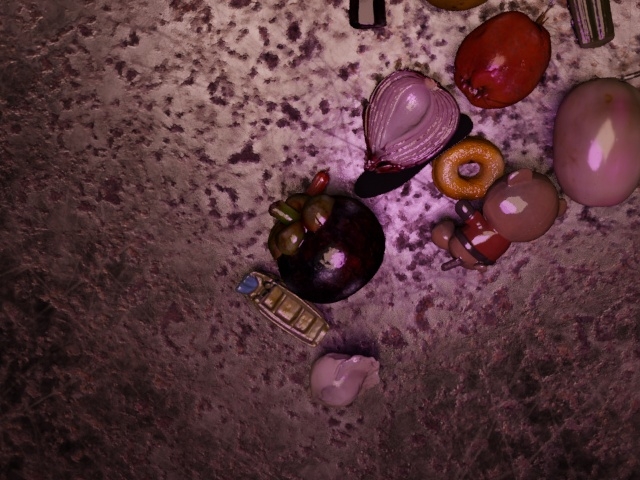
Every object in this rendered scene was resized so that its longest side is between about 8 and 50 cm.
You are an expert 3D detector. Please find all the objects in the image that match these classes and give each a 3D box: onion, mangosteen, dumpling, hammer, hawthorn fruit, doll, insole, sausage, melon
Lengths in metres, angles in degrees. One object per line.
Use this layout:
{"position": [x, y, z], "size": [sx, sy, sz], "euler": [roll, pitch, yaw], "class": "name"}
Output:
{"position": [0.207, -0.280, 1.845], "size": [0.227, 0.120, 0.283], "euler": [43, 98, 13], "class": "onion"}
{"position": [0.012, 0.007, 1.860], "size": [0.300, 0.300, 0.300], "euler": [2, 104, 6], "class": "mangosteen"}
{"position": [0.066, 0.387, 2.029], "size": [0.193, 0.147, 0.258], "euler": [14, 135, -32], "class": "dumpling"}
{"position": [0.094, -0.594, 1.644], "size": [0.095, 0.409, 0.242], "euler": [0, 108, 7], "class": "hammer"}
{"position": [0.454, -0.451, 1.748], "size": [0.211, 0.211, 0.299], "euler": [40, 95, -4], "class": "hawthorn fruit"}
{"position": [0.437, -0.041, 1.823], "size": [0.235, 0.174, 0.330], "euler": [31, 119, -34], "class": "doll"}
{"position": [0.237, -0.212, 1.886], "size": [0.348, 0.119, 0.009], "euler": [-34, 141, 10], "class": "insole"}
{"position": [-0.017, -0.130, 1.953], "size": [0.048, 0.050, 0.145], "euler": [44, 110, 37], "class": "sausage"}
{"position": [0.670, -0.237, 1.759], "size": [0.223, 0.223, 0.317], "euler": [-1, 101, 7], "class": "melon"}

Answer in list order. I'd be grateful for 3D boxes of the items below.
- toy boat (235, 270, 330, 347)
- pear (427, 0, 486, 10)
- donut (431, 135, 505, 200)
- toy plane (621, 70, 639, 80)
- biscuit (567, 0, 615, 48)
{"position": [-0.100, 0.179, 2.025], "size": [0.276, 0.084, 0.111], "euler": [36, 102, -6], "class": "toy boat"}
{"position": [0.320, -0.672, 1.670], "size": [0.294, 0.294, 0.294], "euler": [2, 104, 6], "class": "pear"}
{"position": [0.380, -0.179, 1.882], "size": [0.190, 0.074, 0.174], "euler": [11, 105, 3], "class": "donut"}
{"position": [0.818, -0.351, 1.776], "size": [0.182, 0.107, 0.273], "euler": [20, 110, 7], "class": "toy plane"}
{"position": [0.633, -0.622, 1.763], "size": [0.099, 0.038, 0.322], "euler": [-15, 102, 7], "class": "biscuit"}
